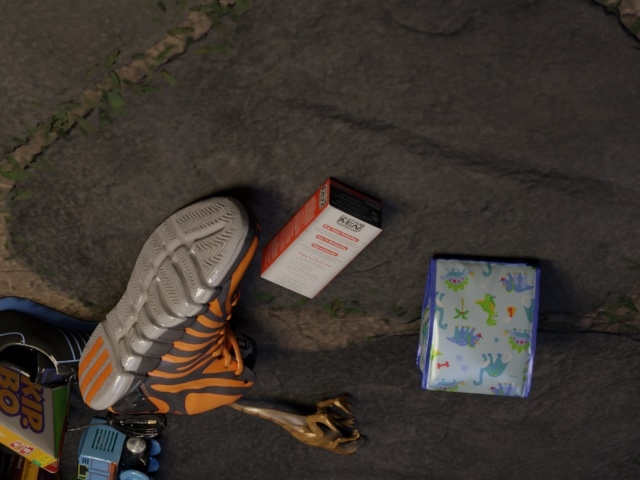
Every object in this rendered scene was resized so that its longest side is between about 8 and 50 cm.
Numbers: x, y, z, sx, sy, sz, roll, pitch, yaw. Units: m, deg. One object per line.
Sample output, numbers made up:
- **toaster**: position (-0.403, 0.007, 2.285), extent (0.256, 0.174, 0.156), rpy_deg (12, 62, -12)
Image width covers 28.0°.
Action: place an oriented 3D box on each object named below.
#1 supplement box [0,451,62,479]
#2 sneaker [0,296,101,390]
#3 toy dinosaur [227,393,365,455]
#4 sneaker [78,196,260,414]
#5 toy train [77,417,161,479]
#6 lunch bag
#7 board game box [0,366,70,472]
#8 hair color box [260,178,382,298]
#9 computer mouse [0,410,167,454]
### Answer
- **supplement box**: position (-0.465, 0.376, 1.718), extent (0.194, 0.191, 0.129), rpy_deg (-1, 139, 3)
- **sneaker**: position (-0.289, 0.142, 1.532), extent (0.232, 0.090, 0.081), rpy_deg (15, 136, -14)
- **toy dinosaur**: position (-0.019, 0.239, 1.652), extent (0.211, 0.064, 0.112), rpy_deg (28, 133, -26)
- **sneaker**: position (-0.128, 0.081, 1.460), extent (0.180, 0.125, 0.321), rpy_deg (14, 130, -39)
- **toy train**: position (-0.276, 0.316, 1.737), extent (0.105, 0.080, 0.184), rpy_deg (14, 139, 0)
- **lunch bag**: position (0.180, 0.093, 1.466), extent (0.128, 0.096, 0.151), rpy_deg (3, 108, -2)
- **board game box**: position (-0.393, 0.170, 1.541), extent (0.039, 0.124, 0.259), rpy_deg (-24, 132, 25)
- **hair color box**: position (0.000, 0.000, 1.404), extent (0.072, 0.043, 0.141), rpy_deg (25, 134, -23)
- **computer mouse**: position (-0.317, 0.233, 1.652), extent (0.242, 0.071, 0.041), rpy_deg (-6, 126, 6)
